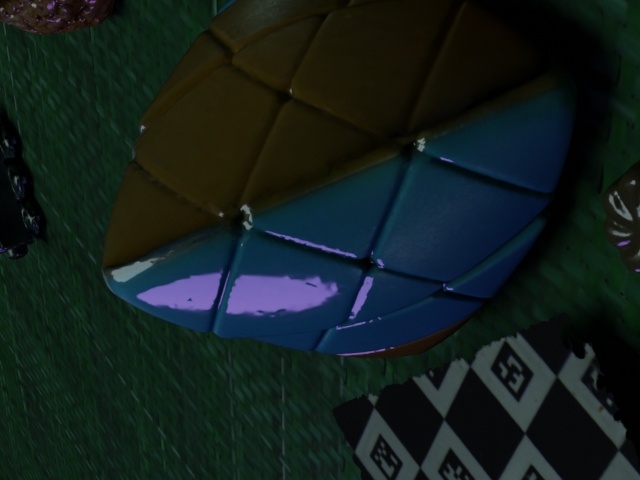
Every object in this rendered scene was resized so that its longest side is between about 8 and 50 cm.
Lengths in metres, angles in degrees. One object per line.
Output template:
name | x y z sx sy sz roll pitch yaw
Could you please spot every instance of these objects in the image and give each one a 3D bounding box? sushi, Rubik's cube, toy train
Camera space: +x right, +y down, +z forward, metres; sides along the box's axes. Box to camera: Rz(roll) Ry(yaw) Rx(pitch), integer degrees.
sushi | 0.140 0.193 0.806 0.264 0.050 0.290 -35 76 57
Rubik's cube | 0.000 0.000 0.755 0.254 0.254 0.254 44 145 42
toy train | -0.372 -0.062 1.623 0.111 0.071 0.171 16 123 68

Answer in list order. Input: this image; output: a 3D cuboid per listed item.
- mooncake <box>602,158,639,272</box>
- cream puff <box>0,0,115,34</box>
mooncake | 0.169 0.139 0.663 0.150 0.057 0.347 -28 72 58
cream puff | -0.271 -0.241 1.162 0.183 0.169 0.183 44 146 40
